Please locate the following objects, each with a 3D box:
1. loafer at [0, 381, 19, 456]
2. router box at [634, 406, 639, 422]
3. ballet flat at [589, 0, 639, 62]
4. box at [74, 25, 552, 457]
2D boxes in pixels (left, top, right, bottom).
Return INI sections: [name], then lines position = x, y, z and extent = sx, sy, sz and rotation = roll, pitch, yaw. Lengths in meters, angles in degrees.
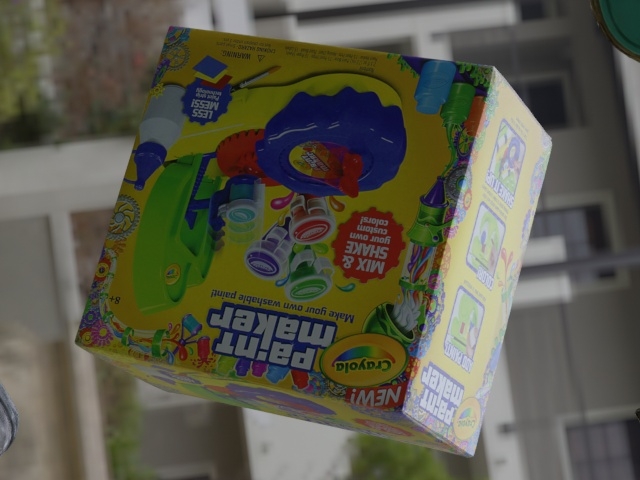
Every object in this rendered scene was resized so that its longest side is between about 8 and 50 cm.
[loafer]
position = -0.189, 0.042, 0.728
extent = 0.062, 0.170, 0.061
rotation = -45, -161, 26
[router box]
position = 0.349, 0.110, 1.485
extent = 0.179, 0.133, 0.046
rotation = -20, -85, 51
[ballet flat]
position = 0.212, -0.266, 1.023
extent = 0.124, 0.116, 0.342
rotation = -58, 154, -67
[box]
position = 0.000, 0.000, 1.577
extent = 0.177, 0.290, 0.279
rotation = 38, 64, -62
